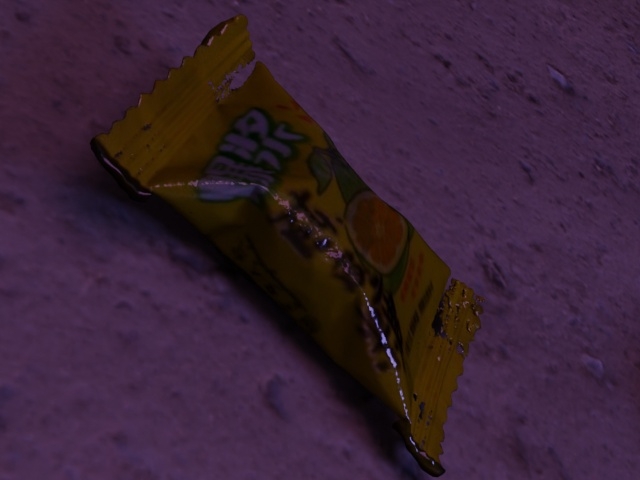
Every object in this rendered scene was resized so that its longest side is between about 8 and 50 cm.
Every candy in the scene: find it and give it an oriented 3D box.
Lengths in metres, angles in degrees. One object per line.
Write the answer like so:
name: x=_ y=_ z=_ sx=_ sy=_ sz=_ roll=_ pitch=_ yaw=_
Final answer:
candy: x=0.000 y=0.000 z=0.618 sx=0.297 sy=0.081 sz=0.187 roll=49 pitch=37 yaw=-17
